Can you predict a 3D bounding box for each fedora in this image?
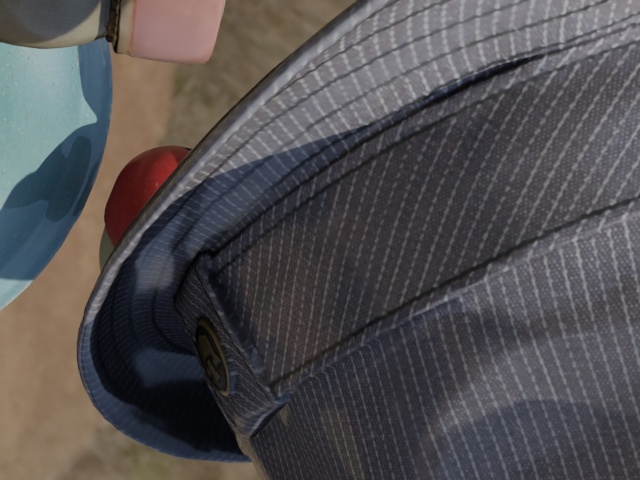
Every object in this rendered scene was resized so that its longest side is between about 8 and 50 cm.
[{"bbox_3d":[0.076,0.037,0.435,0.244,0.124,0.275,-6,159,-28],"label":"fedora"}]

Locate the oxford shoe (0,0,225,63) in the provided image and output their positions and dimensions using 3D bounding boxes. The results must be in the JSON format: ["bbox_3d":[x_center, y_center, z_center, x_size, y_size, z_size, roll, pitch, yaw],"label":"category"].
[{"bbox_3d":[-0.095,-0.212,0.568,0.147,0.140,0.397,-2,131,-7],"label":"oxford shoe"}]

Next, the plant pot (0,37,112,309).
[{"bbox_3d":[-0.279,-0.092,0.998,0.293,0.293,0.196,-53,162,1],"label":"plant pot"}]

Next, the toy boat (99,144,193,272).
[{"bbox_3d":[0.000,0.000,0.992,0.151,0.231,0.151,6,106,-59],"label":"toy boat"}]
